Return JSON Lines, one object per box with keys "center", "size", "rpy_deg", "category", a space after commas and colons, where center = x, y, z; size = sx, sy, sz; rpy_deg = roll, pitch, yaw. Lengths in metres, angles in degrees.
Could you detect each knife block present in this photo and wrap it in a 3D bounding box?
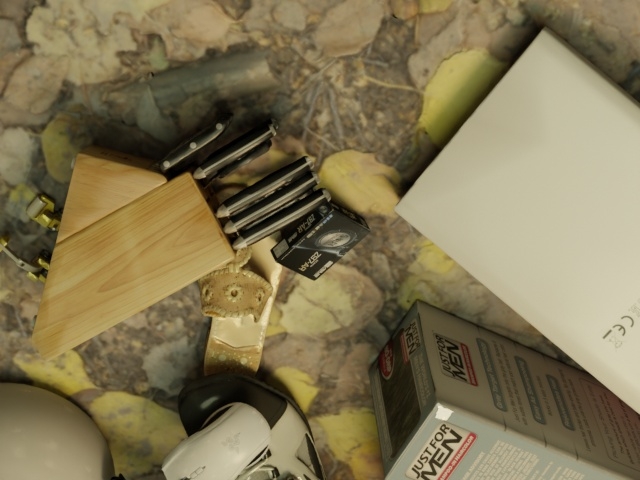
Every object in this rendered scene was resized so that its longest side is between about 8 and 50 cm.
{"center": [-0.129, 0.004, 1.303], "size": [0.242, 0.088, 0.276], "rpy_deg": [16, 99, -2], "category": "knife block"}

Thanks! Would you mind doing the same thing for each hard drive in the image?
{"center": [0.279, -0.006, 1.316], "size": [0.353, 0.047, 0.233], "rpy_deg": [40, 111, 1], "category": "hard drive"}

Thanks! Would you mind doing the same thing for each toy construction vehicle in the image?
{"center": [-0.265, 0.007, 1.363], "size": [0.098, 0.035, 0.086], "rpy_deg": [40, 110, -23], "category": "toy construction vehicle"}

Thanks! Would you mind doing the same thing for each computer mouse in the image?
{"center": [-0.131, 0.237, 1.393], "size": [0.106, 0.042, 0.193], "rpy_deg": [47, 113, 2], "category": "computer mouse"}

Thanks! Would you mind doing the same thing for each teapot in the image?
{"center": [-0.342, 0.286, 1.429], "size": [0.256, 0.187, 0.253], "rpy_deg": [-10, 119, 2], "category": "teapot"}

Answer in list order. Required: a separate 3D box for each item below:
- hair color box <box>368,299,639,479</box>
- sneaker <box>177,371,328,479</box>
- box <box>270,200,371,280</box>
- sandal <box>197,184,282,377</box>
{"center": [0.245, 0.220, 1.435], "size": [0.374, 0.185, 0.114], "rpy_deg": [24, 116, -16], "category": "hair color box"}
{"center": [-0.047, 0.285, 1.462], "size": [0.122, 0.146, 0.330], "rpy_deg": [-24, 121, 13], "category": "sneaker"}
{"center": [0.000, 0.000, 1.373], "size": [0.083, 0.018, 0.067], "rpy_deg": [-41, 140, 17], "category": "box"}
{"center": [-0.083, 0.067, 1.385], "size": [0.088, 0.079, 0.240], "rpy_deg": [3, 119, -6], "category": "sandal"}
